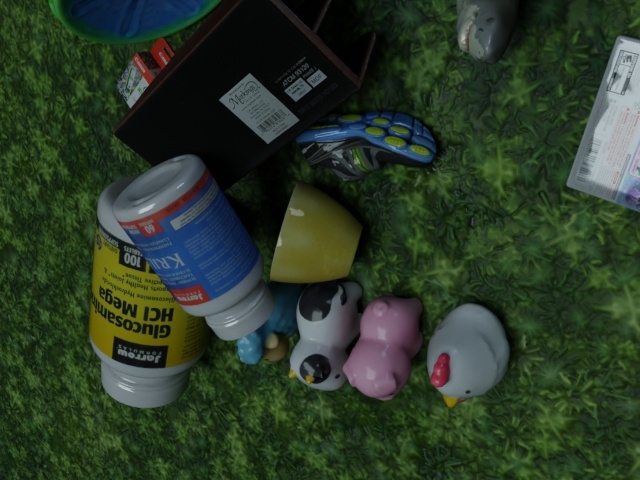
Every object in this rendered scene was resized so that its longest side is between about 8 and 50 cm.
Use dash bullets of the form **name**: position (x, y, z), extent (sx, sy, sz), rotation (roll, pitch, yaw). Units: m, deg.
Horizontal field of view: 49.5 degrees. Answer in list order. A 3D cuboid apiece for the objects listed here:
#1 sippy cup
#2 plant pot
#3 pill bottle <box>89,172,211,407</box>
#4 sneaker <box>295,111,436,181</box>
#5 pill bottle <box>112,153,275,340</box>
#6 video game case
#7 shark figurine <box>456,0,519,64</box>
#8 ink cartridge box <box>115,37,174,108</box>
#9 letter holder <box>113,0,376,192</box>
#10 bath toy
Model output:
- **sippy cup**: position (-0.250, -0.404, 0.866), extent (0.305, 0.240, 0.224), rotation (-27, 78, 16)
- **plant pot**: position (0.000, 0.000, 0.891), extent (0.095, 0.134, 0.134), rotation (16, 119, 1)
- **pill bottle**: position (-0.251, 0.083, 1.055), extent (0.187, 0.187, 0.334), rotation (28, 122, 26)
- **sneaker**: position (0.057, -0.110, 0.845), extent (0.188, 0.067, 0.078), rotation (8, 132, 33)
- **pill bottle**: position (-0.146, 0.015, 0.863), extent (0.124, 0.124, 0.222), rotation (-7, 125, 38)
- **video game case**: position (0.330, -0.101, 0.665), extent (0.143, 0.019, 0.157), rotation (25, 119, 27)
- **shark figurine**: position (0.178, -0.296, 0.676), extent (0.116, 0.166, 0.279), rotation (-4, 87, 12)
- **ink cartridge box**: position (-0.259, -0.246, 1.041), extent (0.115, 0.029, 0.063), rotation (-40, 81, 39)
- **letter holder**: position (-0.084, -0.219, 0.862), extent (0.152, 0.215, 0.301), rotation (40, 135, -22)
- **bath toy**: position (0.060, 0.137, 0.883), extent (0.348, 0.129, 0.152), rotation (5, 110, 35)
